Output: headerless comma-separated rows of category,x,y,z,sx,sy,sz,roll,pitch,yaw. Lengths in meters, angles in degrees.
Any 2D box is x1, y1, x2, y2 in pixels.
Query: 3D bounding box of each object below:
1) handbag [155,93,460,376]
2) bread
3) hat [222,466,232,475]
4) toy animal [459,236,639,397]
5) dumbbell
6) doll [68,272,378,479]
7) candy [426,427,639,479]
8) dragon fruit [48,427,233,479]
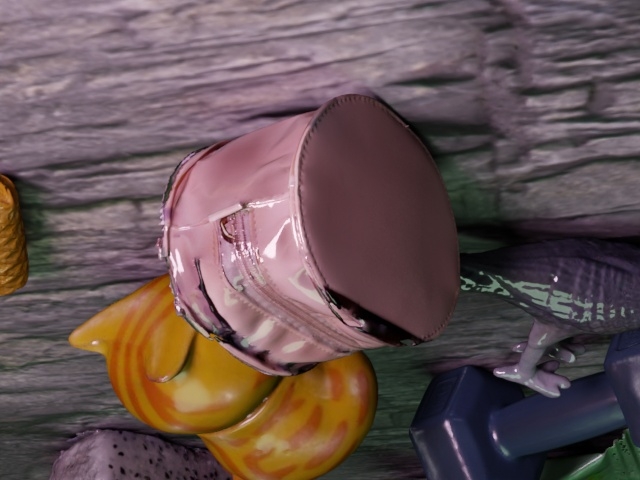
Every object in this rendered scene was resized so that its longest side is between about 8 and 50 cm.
handbag,-0.001,0.000,0.961,0.116,0.179,0.205,-13,150,36
bread,-0.259,-0.003,1.082,0.052,0.044,0.157,8,151,-4
hat,-0.033,0.215,1.486,0.112,0.094,0.162,-9,171,36
toy animal,0.195,0.048,1.143,0.367,0.081,0.206,0,140,3
dumbbell,0.241,0.163,1.304,0.316,0.156,0.143,-26,172,40
doll,-0.071,0.119,1.202,0.166,0.162,0.269,2,149,42
candy,0.241,0.335,1.624,0.397,0.172,0.263,-21,153,11
dragon fruit,-0.198,0.357,1.605,0.283,0.204,0.221,25,144,-38
